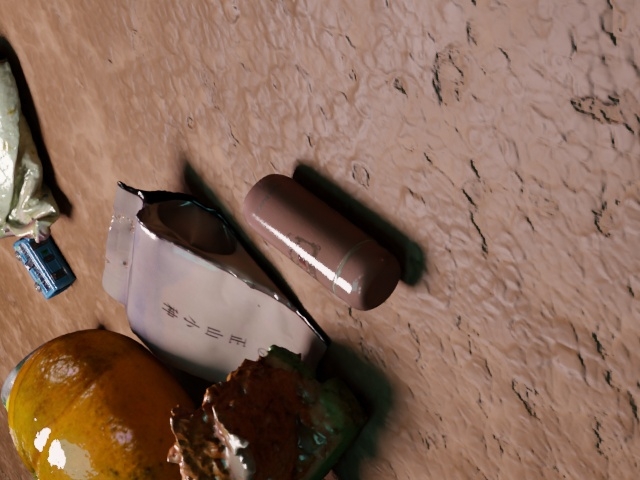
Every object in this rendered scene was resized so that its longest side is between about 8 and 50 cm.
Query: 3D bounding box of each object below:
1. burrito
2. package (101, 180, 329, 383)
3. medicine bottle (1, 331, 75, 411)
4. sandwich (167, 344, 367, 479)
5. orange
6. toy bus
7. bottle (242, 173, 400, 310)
[{"bbox_3d":[-0.385,-0.104,1.366,0.144,0.089,0.228,-9,114,14],"label":"burrito"},{"bbox_3d":[-0.106,0.064,1.152,0.251,0.062,0.204,38,145,11],"label":"package"},{"bbox_3d":[-0.252,0.258,1.441,0.293,0.141,0.141,49,148,19],"label":"medicine bottle"},{"bbox_3d":[-0.057,0.191,1.066,0.109,0.160,0.184,43,139,21],"label":"sandwich"},{"bbox_3d":[-0.226,0.205,1.254,0.240,0.171,0.240,40,150,28],"label":"orange"},{"bbox_3d":[-0.343,0.027,1.480,0.083,0.038,0.046,57,145,2],"label":"toy bus"},{"bbox_3d":[0.000,0.000,0.932,0.140,0.053,0.053,37,142,33],"label":"bottle"}]
